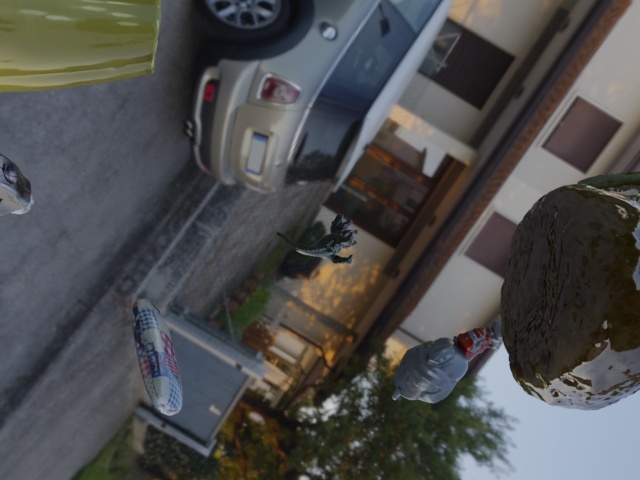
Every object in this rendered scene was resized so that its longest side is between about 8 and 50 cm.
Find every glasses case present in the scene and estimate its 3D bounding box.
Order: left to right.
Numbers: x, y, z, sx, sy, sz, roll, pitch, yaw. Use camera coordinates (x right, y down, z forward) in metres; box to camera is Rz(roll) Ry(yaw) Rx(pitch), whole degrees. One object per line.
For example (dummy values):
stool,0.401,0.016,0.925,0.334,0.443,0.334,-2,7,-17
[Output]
glasses case,-0.430,0.300,1.458,0.076,0.327,0.125,-26,148,1

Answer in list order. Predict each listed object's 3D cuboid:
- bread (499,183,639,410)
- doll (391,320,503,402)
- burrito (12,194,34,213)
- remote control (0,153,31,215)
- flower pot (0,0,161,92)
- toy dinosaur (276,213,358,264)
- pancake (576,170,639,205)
bread,0.265,0.056,0.553,0.230,0.123,0.229,7,90,-88
doll,0.169,0.163,0.746,0.180,0.079,0.094,-26,149,-12
burrito,-0.729,-0.088,1.193,0.064,0.203,0.064,-178,-90,-77
remote control,-0.252,-0.016,0.267,0.059,0.212,0.028,74,9,-70
flower pot,-0.265,-0.252,0.581,0.195,0.179,0.195,177,-90,-69
toy dinosaur,0.000,0.000,1.384,0.187,0.179,0.086,-55,149,-63
pancake,0.434,0.011,0.802,0.253,0.254,0.037,-59,-178,38
